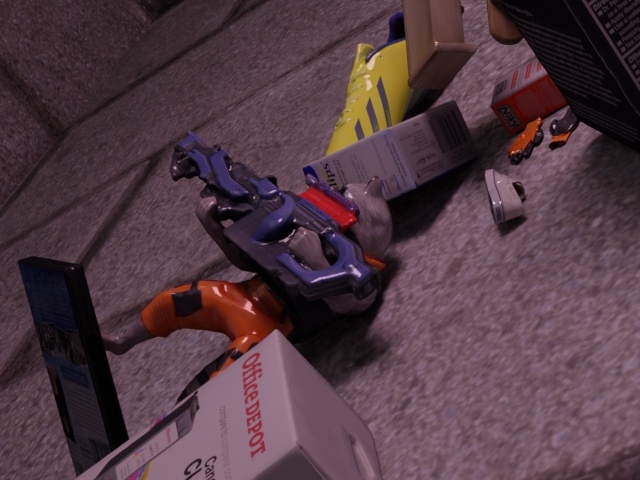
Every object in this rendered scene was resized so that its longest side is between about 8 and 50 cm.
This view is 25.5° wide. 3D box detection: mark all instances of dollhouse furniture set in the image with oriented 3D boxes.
[{"bbox_3d":[0.214,-0.251,1.472,0.242,0.161,0.212,-1,-13,-12],"label":"dollhouse furniture set"}]

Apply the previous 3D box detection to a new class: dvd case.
[{"bbox_3d":[-0.240,0.141,1.413,0.022,0.253,0.180,-17,9,-25],"label":"dvd case"}]

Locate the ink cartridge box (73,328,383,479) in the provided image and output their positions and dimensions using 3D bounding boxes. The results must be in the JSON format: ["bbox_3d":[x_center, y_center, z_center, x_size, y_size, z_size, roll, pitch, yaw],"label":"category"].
[{"bbox_3d":[-0.107,0.238,1.099,0.306,0.131,0.226,-39,18,8],"label":"ink cartridge box"}]

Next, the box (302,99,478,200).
[{"bbox_3d":[0.075,-0.084,1.523,0.137,0.072,0.126,-21,3,43],"label":"box"}]

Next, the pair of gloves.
[{"bbox_3d":[0.230,-0.112,1.445,0.083,0.010,0.074,-21,26,42],"label":"pair of gloves"}]

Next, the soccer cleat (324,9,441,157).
[{"bbox_3d":[0.062,-0.172,1.732,0.093,0.121,0.289,-19,28,47],"label":"soccer cleat"}]

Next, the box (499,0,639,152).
[{"bbox_3d":[0.301,-0.283,1.225,0.296,0.294,0.183,-40,27,-2],"label":"box"}]

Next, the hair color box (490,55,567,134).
[{"bbox_3d":[0.252,-0.175,1.498,0.141,0.043,0.072,-29,21,27],"label":"hair color box"}]

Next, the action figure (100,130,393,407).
[{"bbox_3d":[-0.072,0.041,1.432,0.330,0.178,0.341,-36,43,-5],"label":"action figure"}]

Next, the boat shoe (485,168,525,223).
[{"bbox_3d":[0.179,-0.045,1.362,0.035,0.035,0.100,-9,19,4],"label":"boat shoe"}]
